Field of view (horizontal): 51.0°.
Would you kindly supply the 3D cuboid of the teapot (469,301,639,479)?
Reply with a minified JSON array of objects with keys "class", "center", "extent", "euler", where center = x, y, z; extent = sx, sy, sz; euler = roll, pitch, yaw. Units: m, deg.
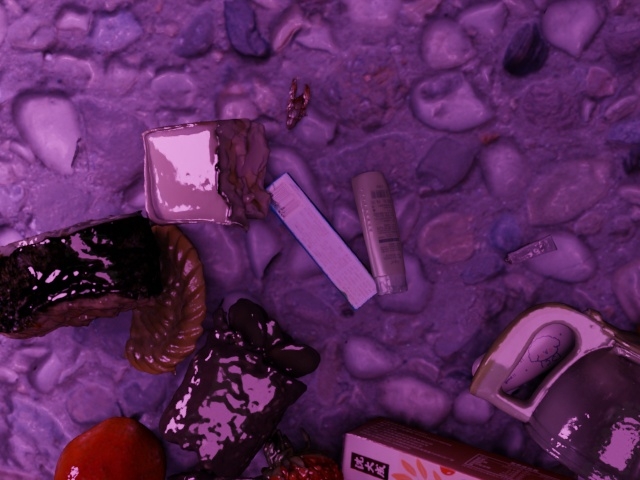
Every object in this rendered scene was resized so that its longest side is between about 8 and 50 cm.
[{"class":"teapot","center":[0.448,0.244,1.088],"extent":[0.321,0.239,0.239],"euler":[29,98,37]}]

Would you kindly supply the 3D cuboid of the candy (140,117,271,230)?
[{"class":"candy","center":[-0.189,-0.105,1.115],"extent":[0.195,0.137,0.185],"euler":[-3,92,26]}]

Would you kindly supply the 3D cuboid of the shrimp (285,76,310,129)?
[{"class":"shrimp","center":[-0.038,-0.238,1.169],"extent":[0.038,0.029,0.092],"euler":[7,92,3]}]

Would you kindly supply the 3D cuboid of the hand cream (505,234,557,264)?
[{"class":"hand cream","center":[0.369,0.020,1.175],"extent":[0.093,0.019,0.030],"euler":[-22,95,3]}]

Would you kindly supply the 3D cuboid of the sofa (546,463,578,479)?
[{"class":"sofa","center":[0.331,0.492,1.190],"extent":[0.225,0.176,0.210],"euler":[0,96,32]}]

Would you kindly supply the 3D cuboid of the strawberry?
[{"class":"strawberry","center":[-0.026,0.449,1.072],"extent":[0.106,0.188,0.286],"euler":[2,98,48]}]

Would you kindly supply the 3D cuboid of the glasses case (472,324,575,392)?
[{"class":"glasses case","center":[0.360,0.202,1.175],"extent":[0.197,0.049,0.076],"euler":[-30,94,5]}]

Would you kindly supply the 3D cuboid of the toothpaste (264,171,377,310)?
[{"class":"toothpaste","center":[0.000,0.000,1.177],"extent":[0.065,0.050,0.266],"euler":[-40,92,4]}]

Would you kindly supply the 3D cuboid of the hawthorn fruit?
[{"class":"hawthorn fruit","center":[-0.366,0.424,1.150],"extent":[0.196,0.225,0.196],"euler":[0,107,-1]}]

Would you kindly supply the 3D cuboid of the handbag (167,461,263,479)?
[{"class":"handbag","center":[-0.133,0.524,1.199],"extent":[0.285,0.113,0.257],"euler":[-3,95,4]}]

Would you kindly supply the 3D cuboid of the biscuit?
[{"class":"biscuit","center":[-0.265,0.110,1.162],"extent":[0.187,0.036,0.273],"euler":[13,95,38]}]

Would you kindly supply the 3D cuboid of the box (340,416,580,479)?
[{"class":"box","center":[0.213,0.512,1.082],"extent":[0.385,0.122,0.344],"euler":[9,98,36]}]

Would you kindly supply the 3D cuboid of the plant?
[{"class":"plant","center":[-0.138,0.251,1.141],"extent":[0.199,0.188,0.276],"euler":[32,77,6]}]

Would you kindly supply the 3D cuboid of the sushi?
[{"class":"sushi","center":[-0.412,0.061,1.107],"extent":[0.350,0.211,0.171],"euler":[-13,96,28]}]

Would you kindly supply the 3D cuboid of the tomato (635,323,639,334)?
[{"class":"tomato","center":[0.578,0.174,1.145],"extent":[0.087,0.087,0.075],"euler":[29,101,0]}]

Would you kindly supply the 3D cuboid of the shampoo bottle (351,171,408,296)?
[{"class":"shampoo bottle","center":[0.102,-0.011,1.144],"extent":[0.072,0.049,0.212],"euler":[-2,79,-37]}]
